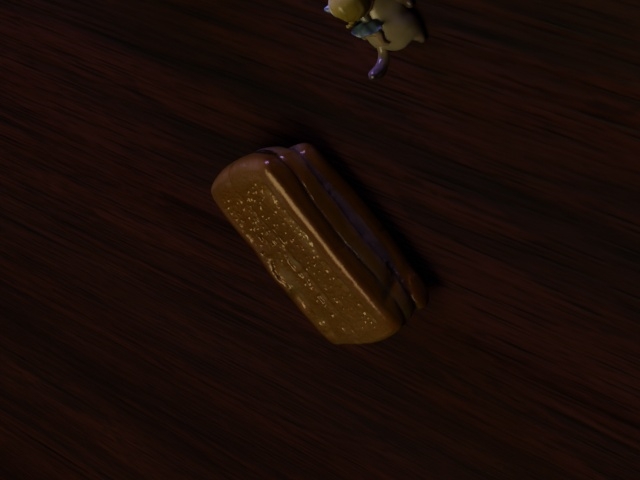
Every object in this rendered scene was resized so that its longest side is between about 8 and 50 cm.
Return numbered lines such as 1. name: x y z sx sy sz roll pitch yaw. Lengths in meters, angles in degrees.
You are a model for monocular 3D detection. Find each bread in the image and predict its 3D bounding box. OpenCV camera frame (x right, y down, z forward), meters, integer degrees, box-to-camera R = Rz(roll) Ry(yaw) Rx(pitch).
1. bread: 0.000 0.000 1.423 0.200 0.077 0.116 51 155 -10

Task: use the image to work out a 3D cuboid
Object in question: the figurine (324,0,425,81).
1. figurine: 0.035 -0.159 1.166 0.047 0.050 0.083 -3 128 50
